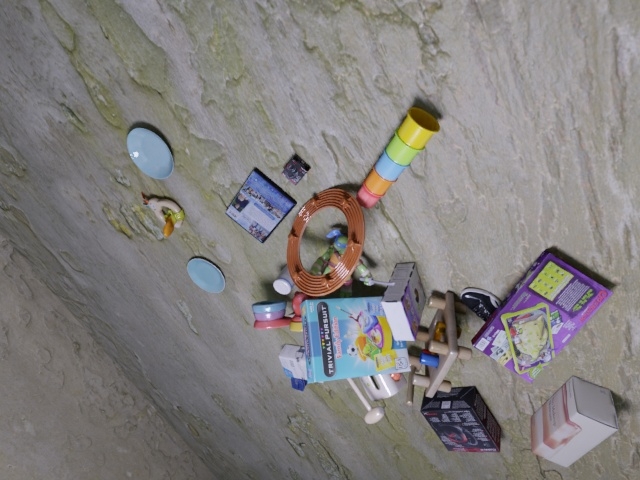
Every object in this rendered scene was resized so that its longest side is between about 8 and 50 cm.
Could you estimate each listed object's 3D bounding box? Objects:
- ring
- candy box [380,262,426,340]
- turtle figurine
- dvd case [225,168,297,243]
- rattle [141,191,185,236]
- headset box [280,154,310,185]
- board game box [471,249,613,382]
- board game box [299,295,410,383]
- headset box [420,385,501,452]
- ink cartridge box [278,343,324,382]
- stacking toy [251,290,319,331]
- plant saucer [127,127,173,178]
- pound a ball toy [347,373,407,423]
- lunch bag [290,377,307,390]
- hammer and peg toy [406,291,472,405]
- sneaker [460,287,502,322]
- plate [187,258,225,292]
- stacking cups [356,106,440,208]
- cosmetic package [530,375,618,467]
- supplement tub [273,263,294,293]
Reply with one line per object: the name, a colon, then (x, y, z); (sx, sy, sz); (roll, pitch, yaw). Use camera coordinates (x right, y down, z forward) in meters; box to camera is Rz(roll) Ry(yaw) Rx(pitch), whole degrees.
ring: (0.000, 0.000, 1.269); (0.032, 0.337, 0.336); (20, 144, -40)
candy box: (0.272, 0.194, 1.341); (0.070, 0.196, 0.165); (-6, 121, 30)
turtle figurine: (0.062, 0.132, 1.375); (0.275, 0.197, 0.266); (55, 156, 26)
dvd case: (-0.213, -0.113, 1.464); (0.180, 0.022, 0.253); (39, 132, -7)
rattle: (-0.643, -0.096, 1.614); (0.199, 0.143, 0.130); (28, 151, -4)
headset box: (-0.080, -0.217, 1.311); (0.062, 0.032, 0.083); (41, 130, -8)
board game box: (0.625, 0.223, 1.197); (0.208, 0.056, 0.347); (34, 107, 4)
board game box: (0.114, 0.319, 1.373); (0.336, 0.254, 0.079); (0, 159, -20)
headset box: (0.566, 0.725, 1.659); (0.218, 0.110, 0.293); (-20, 114, 36)
ink cartridge box: (-0.073, 0.548, 1.858); (0.190, 0.082, 0.140); (1, 125, 24)
stacking toy: (-0.087, 0.247, 1.567); (0.308, 0.279, 0.131); (-6, 89, 34)
plant saucer: (-0.598, -0.314, 1.489); (0.194, 0.037, 0.195); (13, 129, 17)
pound a ball toy: (0.188, 0.450, 1.487); (0.135, 0.208, 0.319); (-36, 76, 34)
lunch bag: (-0.103, 0.668, 1.974); (0.067, 0.065, 0.098); (8, 127, 21)
hammer and peg toy: (0.381, 0.382, 1.386); (0.127, 0.266, 0.361); (13, 129, 3)
sneaker: (0.535, 0.243, 1.300); (0.216, 0.121, 0.079); (31, 131, 2)
plate: (-0.488, 0.148, 1.796); (0.188, 0.024, 0.188); (13, 128, 17)
stacking cups: (0.201, -0.205, 1.145); (0.096, 0.096, 0.316); (32, 134, 1)
cosmetic package: (0.846, 0.619, 1.415); (0.129, 0.153, 0.296); (20, 130, 10)
supplement tub: (-0.124, 0.143, 1.557); (0.071, 0.107, 0.071); (14, 130, 17)
